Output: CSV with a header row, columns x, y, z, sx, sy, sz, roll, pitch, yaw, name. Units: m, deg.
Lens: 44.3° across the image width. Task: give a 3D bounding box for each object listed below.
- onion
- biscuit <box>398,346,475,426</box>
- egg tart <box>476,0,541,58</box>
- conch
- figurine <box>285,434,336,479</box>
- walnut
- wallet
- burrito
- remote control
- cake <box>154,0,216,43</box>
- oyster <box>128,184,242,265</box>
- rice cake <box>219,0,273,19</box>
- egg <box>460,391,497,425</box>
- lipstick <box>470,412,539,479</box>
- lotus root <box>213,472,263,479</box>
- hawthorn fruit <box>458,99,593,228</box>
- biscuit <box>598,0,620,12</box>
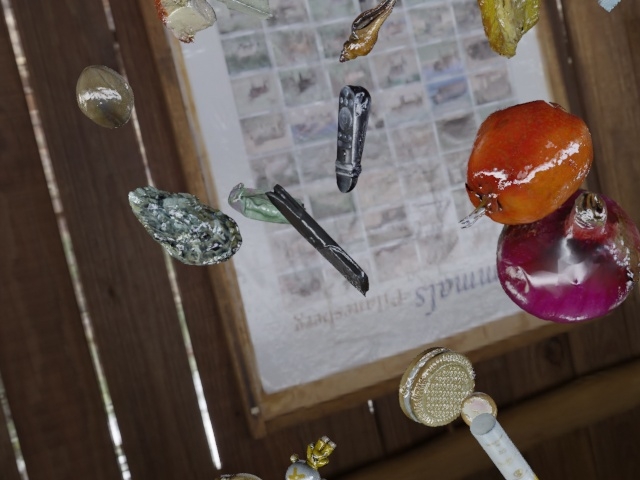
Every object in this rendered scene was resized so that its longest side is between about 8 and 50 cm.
x,y,z,sx,sy,sz,roll,pitch,yaw,name
0.588,0.008,1.829,0.347,0.348,0.385,-13,152,-3,onion
0.350,0.435,2.339,0.259,0.259,0.079,-15,-159,-29,biscuit
0.447,-0.599,1.873,0.129,0.341,0.341,-10,-175,7,egg tart
0.130,-0.606,2.260,0.086,0.233,0.080,22,-160,-14,conch
-0.019,0.515,1.782,0.143,0.101,0.068,-31,152,4,figurine
-0.545,-0.363,1.988,0.140,0.162,0.140,-30,-144,25,walnut
0.000,0.000,2.128,0.051,0.377,0.197,-44,167,-6,wallet
-0.162,-0.103,2.338,0.228,0.089,0.144,14,-166,-11,burrito
0.082,-0.249,1.939,0.066,0.266,0.090,-5,-161,-24,remote control
-0.285,-0.505,1.615,0.086,0.220,0.117,-27,147,12,cake
-0.374,-0.045,2.112,0.351,0.162,0.158,32,139,-34,oyster
-0.244,-0.633,2.030,0.256,0.057,0.052,14,136,-22,rice cake
0.350,0.376,1.737,0.080,0.080,0.096,-12,159,11,egg
0.392,0.458,1.642,0.059,0.264,0.059,-26,-149,17,lipstick
-0.225,0.755,2.289,0.160,0.146,0.284,7,155,29,lotus root
0.352,-0.119,1.421,0.299,0.211,0.211,-49,-162,-18,hawthorn fruit
0.476,-0.577,1.370,0.186,0.309,0.079,-41,178,38,biscuit
